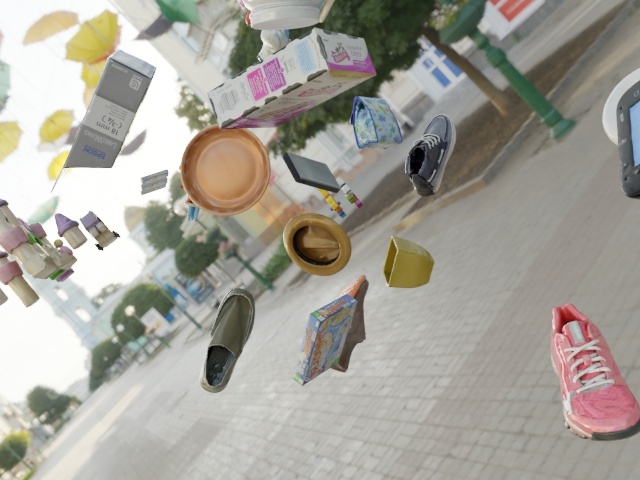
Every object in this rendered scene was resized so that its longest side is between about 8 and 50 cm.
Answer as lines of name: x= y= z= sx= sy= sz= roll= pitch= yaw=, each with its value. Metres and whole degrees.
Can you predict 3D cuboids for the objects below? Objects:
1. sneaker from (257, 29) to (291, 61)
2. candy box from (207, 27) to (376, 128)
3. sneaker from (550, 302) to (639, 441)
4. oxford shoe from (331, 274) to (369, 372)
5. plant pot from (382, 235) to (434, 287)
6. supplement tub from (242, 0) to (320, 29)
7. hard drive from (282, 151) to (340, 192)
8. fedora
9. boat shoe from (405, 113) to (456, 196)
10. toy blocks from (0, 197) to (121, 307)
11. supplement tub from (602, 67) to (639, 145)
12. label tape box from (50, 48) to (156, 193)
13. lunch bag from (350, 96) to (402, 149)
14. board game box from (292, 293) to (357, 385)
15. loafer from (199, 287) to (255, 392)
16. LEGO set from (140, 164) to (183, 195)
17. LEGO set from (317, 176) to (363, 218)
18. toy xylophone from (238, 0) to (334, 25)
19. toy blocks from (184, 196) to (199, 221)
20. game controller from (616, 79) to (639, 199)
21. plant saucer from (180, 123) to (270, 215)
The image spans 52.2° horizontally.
sneaker: x=-0.117 y=-0.517 z=1.755 sx=0.086 sy=0.085 sz=0.237 roll=-47 pitch=-1 yaw=-13
candy box: x=-0.047 y=-0.259 z=1.082 sx=0.233 sy=0.071 sz=0.159 roll=-21 pitch=-2 yaw=34
sneaker: x=0.440 y=0.212 z=1.104 sx=0.116 sy=0.136 sz=0.314 roll=-18 pitch=18 yaw=11
oxford shoe: x=0.096 y=0.277 z=2.200 sx=0.130 sy=0.132 sz=0.364 roll=-38 pitch=19 yaw=56
plant pot: x=0.176 y=0.047 z=1.284 sx=0.081 sy=0.083 sz=0.081 roll=-97 pitch=17 yaw=-70
supplement tub: x=-0.070 y=-0.477 z=1.130 sx=0.144 sy=0.200 sz=0.144 roll=-5 pitch=10 yaw=1
hard drive: x=-0.021 y=-0.164 z=1.583 sx=0.135 sy=0.094 sz=0.022 roll=11 pitch=-51 yaw=-44
fedora: x=0.000 y=0.000 z=1.723 sx=0.194 sy=0.194 sz=0.079 roll=-41 pitch=3 yaw=35
boat shoe: x=0.404 y=-0.344 z=2.398 sx=0.127 sy=0.158 sz=0.340 roll=3 pitch=68 yaw=30
toy blocks: x=-0.713 y=-0.024 z=1.589 sx=0.309 sy=0.260 sz=0.288 roll=-39 pitch=-1 yaw=-8
supplement tub: x=0.861 y=-0.258 z=1.574 sx=0.228 sy=0.316 sz=0.228 roll=-37 pitch=37 yaw=35
label tape box: x=-0.503 y=-0.268 z=1.540 sx=0.334 sy=0.106 sz=0.240 roll=-62 pitch=19 yaw=14
lunch bag: x=0.158 y=-0.348 z=1.921 sx=0.096 sy=0.151 sz=0.129 roll=-14 pitch=-4 yaw=41
board game box: x=0.010 y=0.233 z=1.535 sx=0.136 sy=0.035 sz=0.201 roll=-24 pitch=-42 yaw=-44
loafer: x=-0.211 y=0.233 z=1.507 sx=0.087 sy=0.094 sz=0.251 roll=154 pitch=131 yaw=-80
LEGO set: x=-0.382 y=-0.171 z=1.837 sx=0.244 sy=0.060 sz=0.182 roll=-21 pitch=-5 yaw=-19
LEGO set: x=0.048 y=-0.133 z=1.927 sx=0.087 sy=0.093 sz=0.227 roll=-41 pitch=-14 yaw=4
toy xylophone: x=-0.086 y=-0.716 z=1.813 sx=0.322 sy=0.081 sz=0.236 roll=-16 pitch=-33 yaw=-37
toy blocks: x=-0.293 y=-0.119 z=1.723 sx=0.054 sy=0.123 sz=0.148 roll=-140 pitch=60 yaw=-64
game controller: x=0.624 y=-0.212 z=1.200 sx=0.166 sy=0.067 sz=0.319 roll=-30 pitch=30 yaw=42
plant saucer: x=-0.204 y=-0.153 z=1.421 sx=0.200 sy=0.200 sz=0.037 roll=-44 pitch=-4 yaw=6
